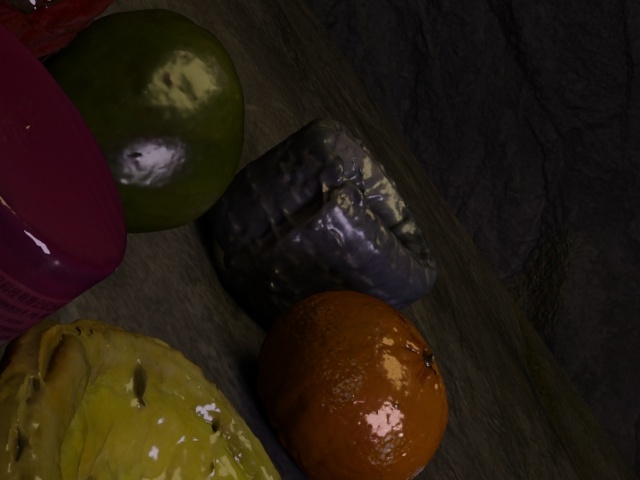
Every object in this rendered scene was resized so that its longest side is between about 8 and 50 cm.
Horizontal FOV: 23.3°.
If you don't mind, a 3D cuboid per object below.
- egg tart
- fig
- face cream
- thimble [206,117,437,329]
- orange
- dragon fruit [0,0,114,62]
[{"bbox_3d":[-0.105,0.209,0.873,0.345,0.132,0.345,53,16,-22],"label":"egg tart"},{"bbox_3d":[-0.160,-0.094,1.247,0.191,0.181,0.181,-24,81,-51],"label":"fig"},{"bbox_3d":[-0.226,-0.008,0.806,0.175,0.195,0.175,54,14,-20],"label":"face cream"},{"bbox_3d":[0.000,0.000,1.599,0.205,0.172,0.236,60,12,19],"label":"thimble"},{"bbox_3d":[0.034,0.137,1.433,0.193,0.161,0.193,55,10,-14],"label":"orange"},{"bbox_3d":[-0.253,-0.242,1.158,0.244,0.244,0.299,59,-7,5],"label":"dragon fruit"}]
